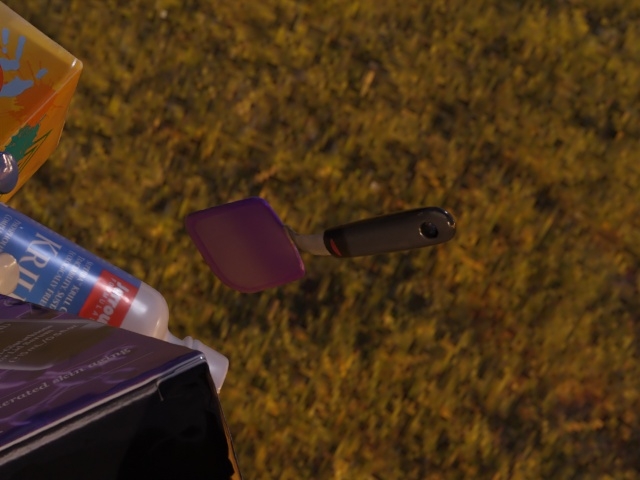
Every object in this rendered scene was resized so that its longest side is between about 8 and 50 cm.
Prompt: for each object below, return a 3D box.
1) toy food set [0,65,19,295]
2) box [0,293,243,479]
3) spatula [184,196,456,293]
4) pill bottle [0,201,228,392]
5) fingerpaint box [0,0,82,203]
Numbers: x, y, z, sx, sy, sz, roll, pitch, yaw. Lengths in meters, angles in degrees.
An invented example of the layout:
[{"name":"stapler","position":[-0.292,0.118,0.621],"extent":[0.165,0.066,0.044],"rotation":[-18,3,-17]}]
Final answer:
[{"name":"toy food set","position":[-0.234,0.011,0.873],"extent":[0.104,0.111,0.232],"rotation":[2,63,28]},{"name":"box","position":[-0.137,0.100,0.555],"extent":[0.153,0.108,0.207],"rotation":[-25,19,-31]},{"name":"spatula","position":[0.000,0.000,1.222],"extent":[0.030,0.296,0.084],"rotation":[-41,111,-31]},{"name":"pill bottle","position":[-0.177,0.063,1.057],"extent":[0.221,0.124,0.124],"rotation":[29,39,-9]},{"name":"fingerpaint box","position":[-0.479,-0.120,1.253],"extent":[0.445,0.163,0.371],"rotation":[37,59,1]}]
